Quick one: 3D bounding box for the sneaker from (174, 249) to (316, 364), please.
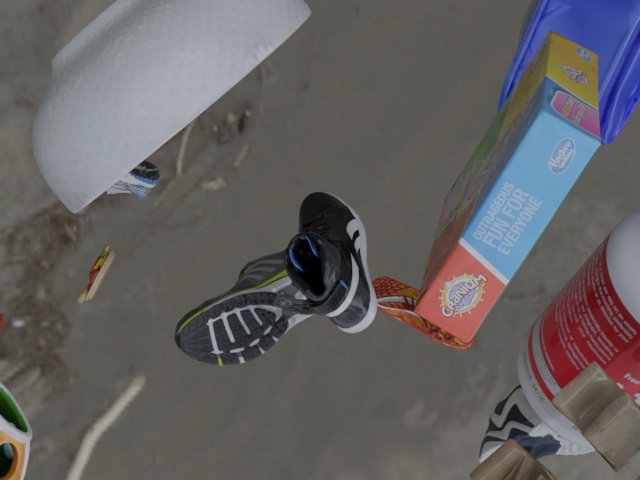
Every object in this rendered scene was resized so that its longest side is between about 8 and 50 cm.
[{"bbox_3d":[-0.094,0.091,1.916,0.300,0.121,0.111,-25,115,-30],"label":"sneaker"}]

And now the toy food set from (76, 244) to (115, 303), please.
[{"bbox_3d":[-0.309,0.047,1.783,0.020,0.083,0.083,28,148,-5],"label":"toy food set"}]

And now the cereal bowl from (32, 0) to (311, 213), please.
[{"bbox_3d":[-0.179,-0.188,1.366,0.339,0.339,0.141,-37,101,16],"label":"cereal bowl"}]

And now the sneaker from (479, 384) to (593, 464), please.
[{"bbox_3d":[0.351,0.264,1.972,0.235,0.153,0.094,-33,113,24],"label":"sneaker"}]

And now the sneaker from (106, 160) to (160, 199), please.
[{"bbox_3d":[-0.298,-0.090,1.804,0.135,0.052,0.058,19,125,-14],"label":"sneaker"}]

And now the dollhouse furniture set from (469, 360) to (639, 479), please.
[{"bbox_3d":[0.441,0.298,1.389,0.394,0.362,0.256,-44,130,4],"label":"dollhouse furniture set"}]

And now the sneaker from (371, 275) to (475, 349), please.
[{"bbox_3d":[0.150,0.103,1.851,0.064,0.175,0.067,-56,155,-6],"label":"sneaker"}]

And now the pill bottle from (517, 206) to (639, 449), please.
[{"bbox_3d":[0.445,0.096,1.711,0.229,0.229,0.408,1,145,-21],"label":"pill bottle"}]

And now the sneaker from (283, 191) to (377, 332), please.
[{"bbox_3d":[0.000,0.000,1.558,0.079,0.217,0.121,-33,138,16],"label":"sneaker"}]

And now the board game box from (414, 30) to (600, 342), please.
[{"bbox_3d":[0.199,-0.067,1.333,0.064,0.316,0.242,29,114,-1],"label":"board game box"}]

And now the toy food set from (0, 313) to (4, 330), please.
[{"bbox_3d":[-0.425,0.000,1.517,0.104,0.111,0.232,13,100,10],"label":"toy food set"}]

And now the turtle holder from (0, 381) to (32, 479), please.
[{"bbox_3d":[-0.537,0.281,1.812,0.227,0.320,0.243,-41,116,1],"label":"turtle holder"}]

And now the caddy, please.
[{"bbox_3d":[0.363,-0.283,1.782,0.241,0.179,0.341,-20,136,-57],"label":"caddy"}]
